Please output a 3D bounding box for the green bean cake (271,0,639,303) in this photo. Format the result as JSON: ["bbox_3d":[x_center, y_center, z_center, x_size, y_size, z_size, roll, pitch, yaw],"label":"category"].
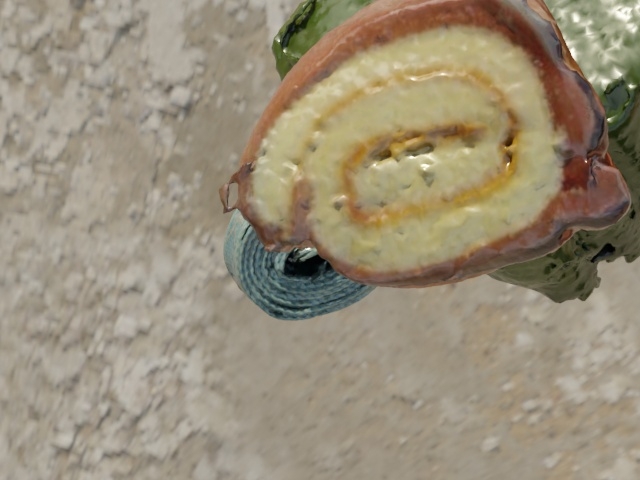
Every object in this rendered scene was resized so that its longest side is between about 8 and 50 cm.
[{"bbox_3d":[0.173,-0.152,1.393,0.335,0.218,0.319,-43,55,0],"label":"green bean cake"}]

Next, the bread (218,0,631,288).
[{"bbox_3d":[0.062,-0.063,1.067,0.244,0.123,0.190,-18,84,16],"label":"bread"}]

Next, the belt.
[{"bbox_3d":[-0.008,0.004,1.641,0.163,0.082,0.147,-44,111,-5],"label":"belt"}]
